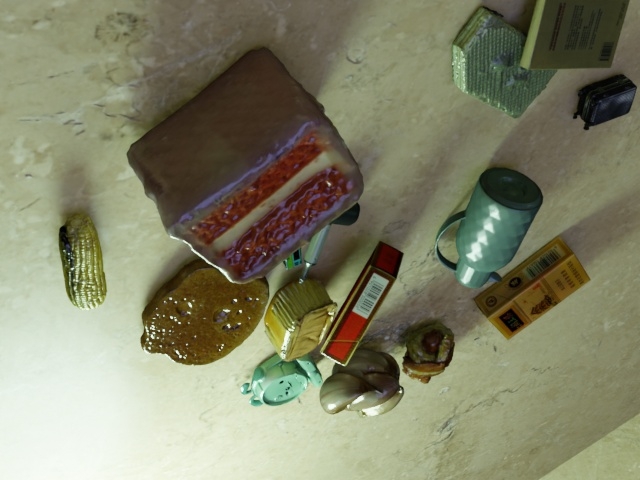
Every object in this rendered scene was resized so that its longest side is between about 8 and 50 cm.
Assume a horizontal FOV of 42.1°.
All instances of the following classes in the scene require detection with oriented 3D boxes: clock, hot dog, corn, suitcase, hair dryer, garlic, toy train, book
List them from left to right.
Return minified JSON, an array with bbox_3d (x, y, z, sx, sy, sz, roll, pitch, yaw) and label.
[{"bbox_3d":[-0.415,0.041,1.451,0.072,0.072,0.203,-13,137,-21],"label":"corn"},{"bbox_3d":[-0.095,0.337,1.982,0.188,0.060,0.148,-30,142,0],"label":"clock"},{"bbox_3d":[-0.063,-0.031,1.619,0.042,0.044,0.209,-20,140,-13],"label":"toy train"},{"bbox_3d":[0.000,0.000,1.657,0.100,0.057,0.198,9,113,-38],"label":"hair dryer"},{"bbox_3d":[0.097,0.342,2.037,0.214,0.160,0.191,20,135,-40],"label":"garlic"},{"bbox_3d":[0.280,0.304,2.157,0.146,0.103,0.213,-22,142,-13],"label":"hot dog"},{"bbox_3d":[0.478,-0.397,1.548,0.230,0.026,0.161,-8,120,-32],"label":"book"},{"bbox_3d":[0.603,-0.294,1.758,0.126,0.059,0.086,-20,142,-14],"label":"suitcase"}]

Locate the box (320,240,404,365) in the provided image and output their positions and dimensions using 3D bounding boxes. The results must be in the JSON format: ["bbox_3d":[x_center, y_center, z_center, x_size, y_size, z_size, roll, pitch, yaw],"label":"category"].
[{"bbox_3d":[0.091,0.134,1.792,0.074,0.153,0.240,27,113,-3],"label":"box"}]

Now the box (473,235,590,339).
[{"bbox_3d":[0.554,0.129,2.169,0.274,0.076,0.174,-38,140,9],"label":"box"}]

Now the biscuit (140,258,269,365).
[{"bbox_3d":[-0.236,0.149,1.697,0.257,0.049,0.273,17,120,-40],"label":"biscuit"}]

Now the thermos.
[{"bbox_3d":[0.361,-0.017,1.844,0.182,0.145,0.287,15,131,-3],"label":"thermos"}]

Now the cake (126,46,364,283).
[{"bbox_3d":[-0.114,-0.119,1.345,0.308,0.230,0.237,-36,143,6],"label":"cake"}]

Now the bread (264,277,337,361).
[{"bbox_3d":[-0.047,0.164,1.791,0.132,0.114,0.190,-15,149,-34],"label":"bread"}]

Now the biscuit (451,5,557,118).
[{"bbox_3d":[0.339,-0.327,1.557,0.252,0.052,0.150,17,121,-41],"label":"biscuit"}]
